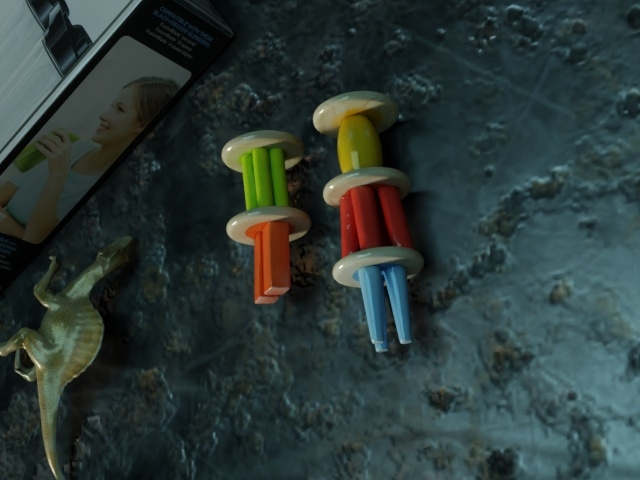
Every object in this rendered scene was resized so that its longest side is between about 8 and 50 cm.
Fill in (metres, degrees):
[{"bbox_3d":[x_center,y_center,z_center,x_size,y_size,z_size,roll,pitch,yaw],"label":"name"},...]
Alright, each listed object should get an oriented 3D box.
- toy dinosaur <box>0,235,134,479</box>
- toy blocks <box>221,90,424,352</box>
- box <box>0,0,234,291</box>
[{"bbox_3d":[-0.184,0.076,0.766,0.093,0.053,0.183,8,79,35],"label":"toy dinosaur"},{"bbox_3d":[0.000,0.000,0.661,0.123,0.054,0.148,-19,64,28],"label":"toy blocks"},{"bbox_3d":[-0.218,-0.112,0.832,0.290,0.087,0.169,-44,55,15],"label":"box"}]
